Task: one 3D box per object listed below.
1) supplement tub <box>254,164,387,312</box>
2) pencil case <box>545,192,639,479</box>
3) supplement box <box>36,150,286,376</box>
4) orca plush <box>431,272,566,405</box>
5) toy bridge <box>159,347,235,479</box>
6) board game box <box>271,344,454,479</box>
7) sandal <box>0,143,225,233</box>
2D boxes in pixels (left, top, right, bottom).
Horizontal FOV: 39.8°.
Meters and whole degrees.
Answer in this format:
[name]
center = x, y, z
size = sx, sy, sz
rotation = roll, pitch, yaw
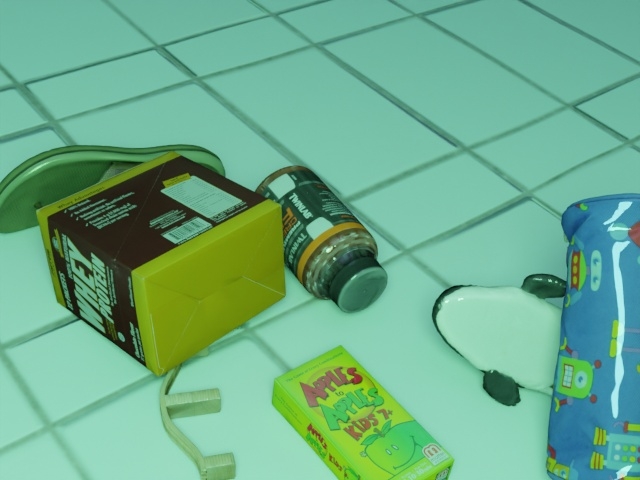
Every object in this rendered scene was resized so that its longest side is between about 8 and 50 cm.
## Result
[supplement tub]
center = 0.000, 0.000, 1.084
size = 0.106, 0.106, 0.198
rotation = -18, 46, -27
[pencil case]
center = 0.293, 0.101, 0.890
size = 0.119, 0.306, 0.133
rotation = 8, -6, -33
[supplement box]
center = -0.175, 0.017, 0.995
size = 0.194, 0.129, 0.191
rotation = 27, 43, 36
[orca plush]
center = 0.262, 0.105, 1.011
size = 0.287, 0.151, 0.102
rotation = 2, 9, -2
[toy bridge]
center = -0.136, 0.170, 0.924
size = 0.063, 0.026, 0.188
rotation = -6, 41, -14
[board game box]
center = 0.040, 0.195, 0.909
size = 0.092, 0.043, 0.181
rotation = -23, 49, -31
[sandal]
center = -0.259, -0.056, 1.107
size = 0.302, 0.120, 0.086
rotation = -9, 57, -20
